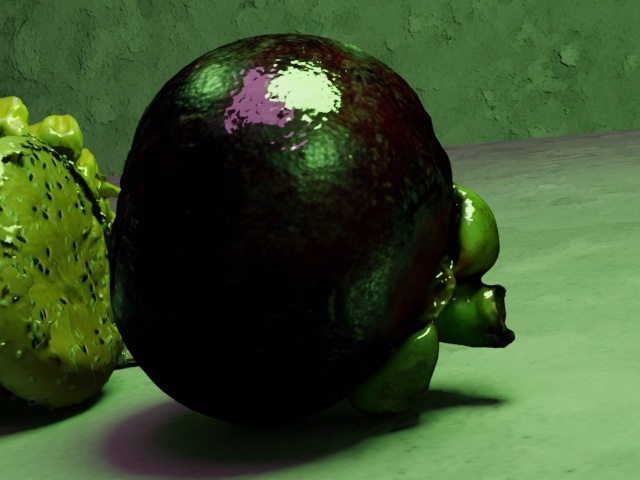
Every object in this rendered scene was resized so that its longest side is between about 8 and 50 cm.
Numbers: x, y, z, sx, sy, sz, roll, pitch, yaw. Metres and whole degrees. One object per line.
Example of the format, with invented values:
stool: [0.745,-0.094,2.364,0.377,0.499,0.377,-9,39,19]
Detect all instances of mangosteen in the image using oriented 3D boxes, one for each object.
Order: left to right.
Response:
mangosteen: [-0.008,-0.008,0.713,0.216,0.216,0.216,-7,7,1]

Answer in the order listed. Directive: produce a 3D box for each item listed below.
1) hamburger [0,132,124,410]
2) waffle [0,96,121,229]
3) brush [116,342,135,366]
hamburger: [-0.192,0.014,0.821,0.113,0.185,0.177,-14,-42,29]
waffle: [-0.305,-0.029,1.113,0.329,0.062,0.329,-2,-33,-1]
brush: [-0.182,0.086,0.926,0.170,0.014,0.043,-8,6,-3]
